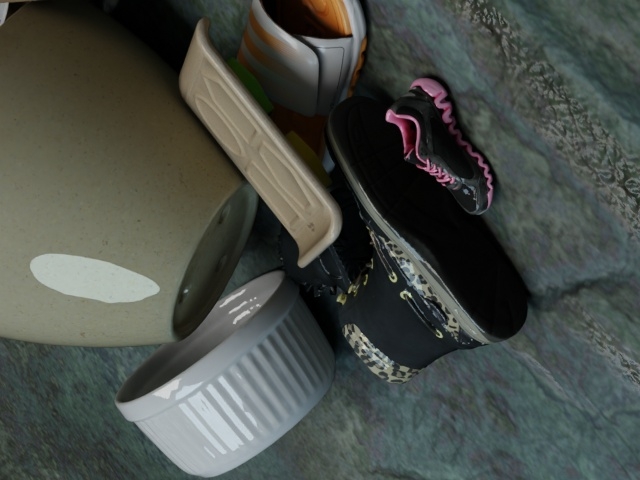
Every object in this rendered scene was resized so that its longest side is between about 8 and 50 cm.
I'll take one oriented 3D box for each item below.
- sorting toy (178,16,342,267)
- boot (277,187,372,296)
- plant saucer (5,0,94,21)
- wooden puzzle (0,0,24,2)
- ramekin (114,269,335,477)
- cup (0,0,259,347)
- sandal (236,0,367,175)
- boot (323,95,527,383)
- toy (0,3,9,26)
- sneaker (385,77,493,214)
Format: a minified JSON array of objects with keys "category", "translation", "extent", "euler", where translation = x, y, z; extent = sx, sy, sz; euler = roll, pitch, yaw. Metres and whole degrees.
[{"category":"sorting toy","translation":[-0.048,-0.081,1.646],"extent":[0.208,0.038,0.193],"euler":[56,168,2]},{"category":"boot","translation":[0.000,-0.001,1.765],"extent":[0.099,0.045,0.121],"euler":[19,136,47]},{"category":"plant saucer","translation":[-0.312,-0.296,1.945],"extent":[0.278,0.041,0.278],"euler":[35,143,32]},{"category":"wooden puzzle","translation":[-0.295,-0.319,1.605],"extent":[0.322,0.348,0.080],"euler":[85,-174,-56]},{"category":"ramekin","translation":[-0.082,0.131,1.855],"extent":[0.109,0.207,0.207],"euler":[53,150,-10]},{"category":"cup","translation":[-0.198,-0.032,1.797],"extent":[0.237,0.331,0.331],"euler":[26,141,13]},{"category":"sandal","translation":[-0.025,-0.130,1.649],"extent":[0.102,0.076,0.265],"euler":[38,144,29]},{"category":"boot","translation":[0.052,0.009,1.651],"extent":[0.236,0.085,0.178],"euler":[54,146,1]},{"category":"toy","translation":[-0.357,-0.297,1.916],"extent":[0.137,0.056,0.237],"euler":[53,149,11]},{"category":"sneaker","translation":[0.092,-0.068,1.560],"extent":[0.119,0.057,0.047],"euler":[59,147,-5]}]
